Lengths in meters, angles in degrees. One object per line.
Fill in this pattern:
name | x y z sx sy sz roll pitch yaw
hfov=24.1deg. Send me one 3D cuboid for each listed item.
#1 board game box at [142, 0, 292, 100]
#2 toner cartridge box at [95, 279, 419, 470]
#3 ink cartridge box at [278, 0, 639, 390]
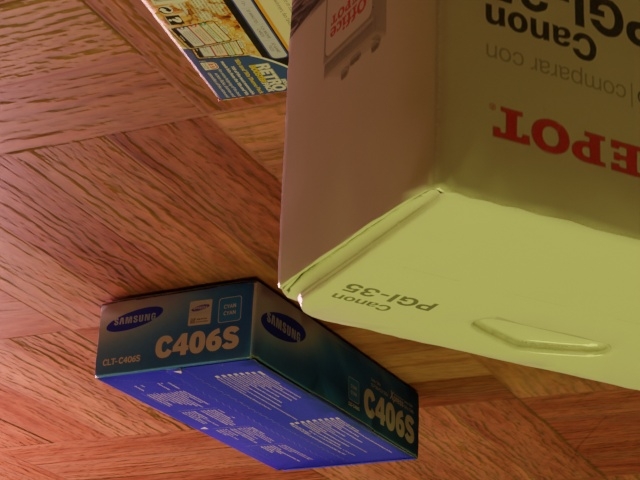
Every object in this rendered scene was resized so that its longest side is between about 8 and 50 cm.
board game box | 0.007 -0.139 0.818 0.194 0.045 0.147 -5 155 17
toner cartridge box | -0.048 0.140 1.434 0.165 0.075 0.348 -10 154 25
ink cartridge box | 0.104 -0.101 0.598 0.207 0.283 0.117 14 154 -25
